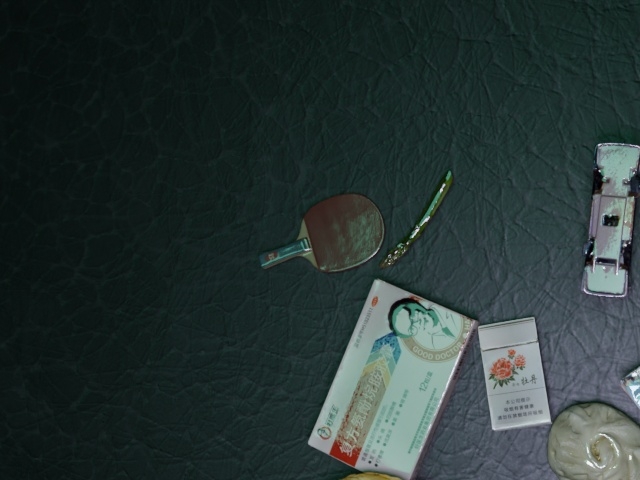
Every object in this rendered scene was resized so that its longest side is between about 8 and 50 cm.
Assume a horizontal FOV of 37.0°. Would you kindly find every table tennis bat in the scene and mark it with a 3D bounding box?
[{"bbox_3d":[0.000,0.000,1.946,0.274,0.021,0.154,-20,77,14],"label":"table tennis bat"}]

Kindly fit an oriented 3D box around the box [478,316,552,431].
[{"bbox_3d":[0.358,0.247,1.767,0.109,0.029,0.198,-12,68,18],"label":"box"}]

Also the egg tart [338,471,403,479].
[{"bbox_3d":[0.101,0.588,1.784,0.319,0.128,0.319,-3,82,20],"label":"egg tart"}]

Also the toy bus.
[{"bbox_3d":[0.526,-0.032,1.719,0.090,0.112,0.274,6,85,19],"label":"toy bus"}]

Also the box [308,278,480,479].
[{"bbox_3d":[0.140,0.276,1.843,0.214,0.069,0.353,22,89,20],"label":"box"}]

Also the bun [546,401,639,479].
[{"bbox_3d":[0.487,0.378,1.690,0.183,0.102,0.183,-2,85,21],"label":"bun"}]

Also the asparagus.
[{"bbox_3d":[0.193,-0.035,1.879,0.034,0.027,0.236,38,97,24],"label":"asparagus"}]

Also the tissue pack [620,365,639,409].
[{"bbox_3d":[0.578,0.269,1.686,0.059,0.074,0.094,-40,70,13],"label":"tissue pack"}]
